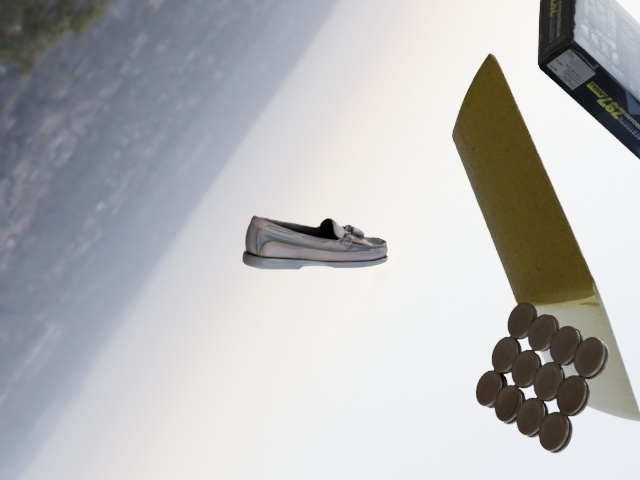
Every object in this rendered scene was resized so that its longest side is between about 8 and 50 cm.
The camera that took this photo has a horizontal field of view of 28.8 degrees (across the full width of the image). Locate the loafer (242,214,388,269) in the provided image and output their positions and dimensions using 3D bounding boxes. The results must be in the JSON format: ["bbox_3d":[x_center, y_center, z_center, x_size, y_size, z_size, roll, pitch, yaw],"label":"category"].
[{"bbox_3d":[0.000,0.000,0.943,0.045,0.125,0.039,20,-71,56],"label":"loafer"}]

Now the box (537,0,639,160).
[{"bbox_3d":[0.355,-0.202,1.480,0.059,0.233,0.183,-35,-152,36],"label":"box"}]

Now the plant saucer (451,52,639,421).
[{"bbox_3d":[0.241,0.013,1.381,0.081,0.333,0.332,-22,-126,9],"label":"plant saucer"}]

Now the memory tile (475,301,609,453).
[{"bbox_3d":[0.203,0.125,1.156,0.148,0.012,0.113,31,-82,61],"label":"memory tile"}]
